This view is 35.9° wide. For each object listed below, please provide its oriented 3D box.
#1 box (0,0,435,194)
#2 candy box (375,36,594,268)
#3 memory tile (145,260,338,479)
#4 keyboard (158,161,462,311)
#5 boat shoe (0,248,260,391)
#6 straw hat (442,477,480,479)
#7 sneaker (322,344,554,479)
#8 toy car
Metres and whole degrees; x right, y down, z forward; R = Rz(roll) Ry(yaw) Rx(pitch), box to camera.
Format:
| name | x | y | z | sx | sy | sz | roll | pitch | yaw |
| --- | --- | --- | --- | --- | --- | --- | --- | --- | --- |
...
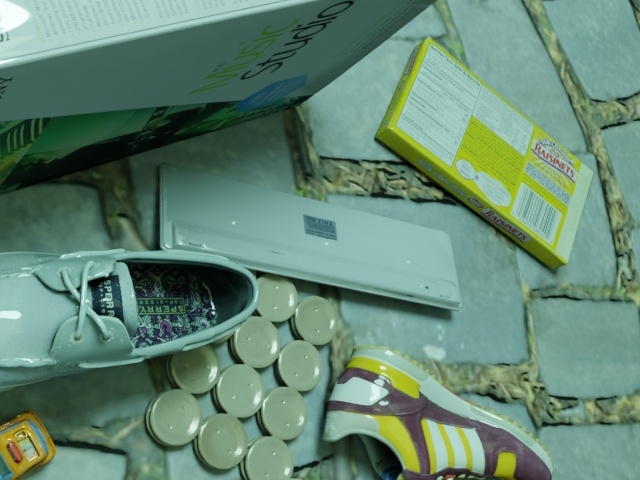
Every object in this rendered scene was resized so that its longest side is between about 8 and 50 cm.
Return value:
| name | x | y | z | sx | sy | sz | roll | pitch | yaw |
| --- | --- | --- | --- | --- | --- | --- | --- | --- | --- |
| box | -0.090 | -0.108 | 0.585 | 0.322 | 0.232 | 0.058 | -20 | 86 | -34 |
| candy box | 0.146 | -0.073 | 0.847 | 0.206 | 0.027 | 0.105 | 35 | 57 | -19 |
| memory tile | -0.051 | 0.087 | 0.682 | 0.113 | 0.012 | 0.148 | 30 | 62 | -21 |
| keyboard | 0.000 | 0.000 | 0.734 | 0.256 | 0.014 | 0.072 | 13 | 49 | -29 |
| boat shoe | -0.131 | 0.035 | 0.567 | 0.227 | 0.081 | 0.079 | -3 | 76 | -46 |
| straw hat | 0.105 | 0.235 | 0.699 | 0.144 | 0.144 | 0.061 | -6 | 118 | -33 |
| sneaker | 0.084 | 0.153 | 0.719 | 0.185 | 0.069 | 0.084 | 32 | 69 | -13 |
| toy car | -0.189 | 0.087 | 0.578 | 0.060 | 0.040 | 0.122 | -9 | 80 | -34 |
